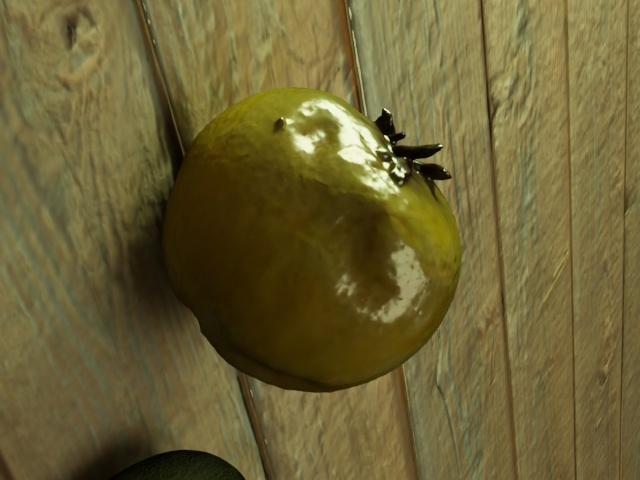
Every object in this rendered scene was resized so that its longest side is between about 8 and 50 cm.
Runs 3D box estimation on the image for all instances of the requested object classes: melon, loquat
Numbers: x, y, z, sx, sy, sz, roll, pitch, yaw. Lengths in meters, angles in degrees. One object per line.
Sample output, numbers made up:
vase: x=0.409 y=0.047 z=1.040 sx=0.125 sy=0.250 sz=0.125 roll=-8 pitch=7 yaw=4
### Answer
melon: x=-0.105 y=0.204 z=0.837 sx=0.167 sy=0.114 sz=0.114 roll=-22 pitch=122 yaw=-53
loquat: x=-0.003 y=-0.003 z=0.833 sx=0.213 sy=0.213 sz=0.213 roll=-36 pitch=133 yaw=-50
